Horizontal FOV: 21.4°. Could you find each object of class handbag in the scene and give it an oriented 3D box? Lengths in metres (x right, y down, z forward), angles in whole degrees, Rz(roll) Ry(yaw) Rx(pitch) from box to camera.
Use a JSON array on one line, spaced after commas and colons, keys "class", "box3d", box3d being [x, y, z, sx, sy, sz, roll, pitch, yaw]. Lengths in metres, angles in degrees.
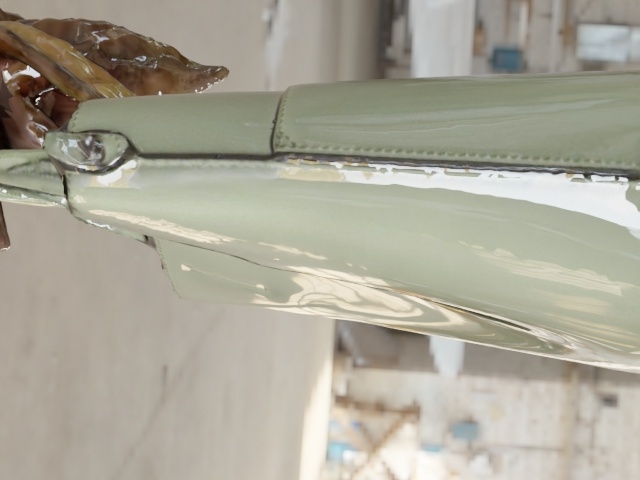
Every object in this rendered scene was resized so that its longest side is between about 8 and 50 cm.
[{"class": "handbag", "box3d": [0.000, 0.000, 0.680, 0.241, 0.315, 0.109, 62, 27, -77]}]

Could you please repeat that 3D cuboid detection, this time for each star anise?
[{"class": "star anise", "box3d": [-0.207, -0.076, 0.934, 0.349, 0.292, 0.109, 43, -25, 49]}]
